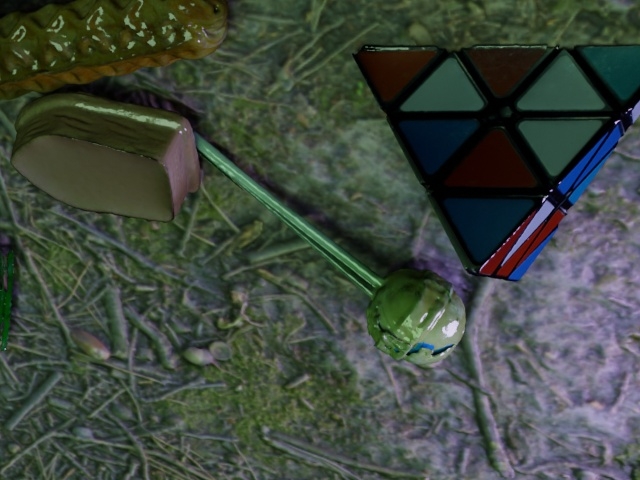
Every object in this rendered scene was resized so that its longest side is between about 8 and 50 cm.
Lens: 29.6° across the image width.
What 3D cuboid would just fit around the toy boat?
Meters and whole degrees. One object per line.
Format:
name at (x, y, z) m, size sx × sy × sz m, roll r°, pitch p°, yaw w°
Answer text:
toy boat at (-0.217, -0.082, 1.175) m, size 0.188 × 0.061 × 0.116 m, roll 11°, pitch 144°, yaw 10°

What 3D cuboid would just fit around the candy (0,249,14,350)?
candy at (-0.440, 0.048, 1.342) m, size 0.203 × 0.078 × 0.141 m, roll 9°, pitch 136°, yaw -2°

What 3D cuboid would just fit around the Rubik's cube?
Rubik's cube at (0.144, -0.013, 1.021) m, size 0.284 × 0.234 × 0.250 m, roll 6°, pitch 124°, yaw 13°

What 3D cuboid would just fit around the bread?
bread at (-0.252, -0.180, 1.131) m, size 0.368 × 0.077 × 0.084 m, roll -9°, pitch 118°, yaw 21°

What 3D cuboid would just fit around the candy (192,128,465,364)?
candy at (0.000, 0.000, 1.181) m, size 0.335 × 0.092 × 0.093 m, roll 39°, pitch 162°, yaw -1°
